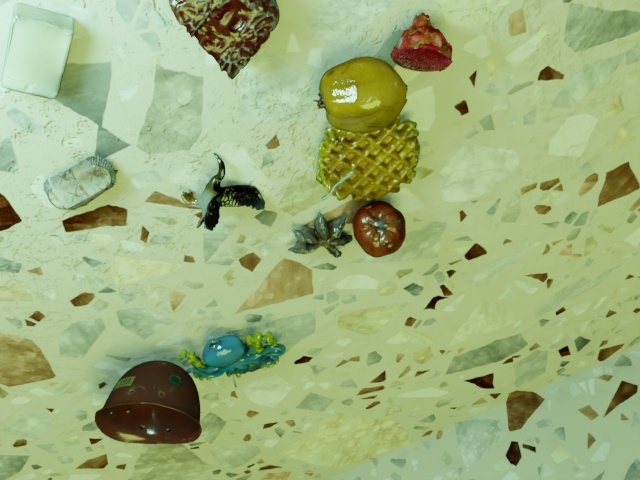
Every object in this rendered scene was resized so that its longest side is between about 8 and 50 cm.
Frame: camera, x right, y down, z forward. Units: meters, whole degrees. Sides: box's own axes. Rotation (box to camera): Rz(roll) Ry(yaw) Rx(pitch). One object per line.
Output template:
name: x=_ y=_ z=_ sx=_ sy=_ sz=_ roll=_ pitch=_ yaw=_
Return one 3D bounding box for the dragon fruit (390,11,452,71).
dragon fruit: x=0.252 y=-0.479 z=1.668 sx=0.153 sy=0.111 sz=0.153 roll=11 pitch=174 yaw=1

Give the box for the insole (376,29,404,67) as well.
insole: x=0.160 y=-0.440 z=1.738 sx=0.065 sy=0.004 sz=0.197 roll=8 pitch=133 yaw=-27

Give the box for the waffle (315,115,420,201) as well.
waffle: x=0.132 y=-0.220 z=1.920 sx=0.302 sy=0.068 sz=0.325 roll=-12 pitch=137 yaw=-7

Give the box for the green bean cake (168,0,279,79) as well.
green bean cake: x=-0.217 y=-0.484 z=1.490 sx=0.232 sy=0.097 sz=0.198 roll=27 pitch=123 yaw=-39

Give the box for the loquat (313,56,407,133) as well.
loquat: x=0.095 y=-0.354 z=1.681 sx=0.234 sy=0.176 sz=0.187 roll=-4 pitch=140 yaw=12

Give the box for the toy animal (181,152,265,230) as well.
toy animal: x=-0.291 y=-0.124 z=1.841 sx=0.160 sy=0.272 sz=0.197 roll=-14 pitch=103 yaw=21

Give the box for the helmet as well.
helmet: x=-0.569 y=0.536 z=2.375 sx=0.337 sy=0.230 sz=0.385 roll=33 pitch=136 yaw=-32

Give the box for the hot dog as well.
hot dog: x=-0.606 y=-0.143 z=1.755 sx=0.191 sy=0.059 sz=0.108 roll=-25 pitch=125 yaw=13

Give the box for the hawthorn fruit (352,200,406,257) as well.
hawthorn fruit: x=0.179 y=-0.030 z=2.074 sx=0.173 sy=0.173 sz=0.179 roll=-22 pitch=138 yaw=5

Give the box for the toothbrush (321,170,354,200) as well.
toothbrush: x=0.047 y=-0.150 z=1.908 sx=0.011 sy=0.013 sz=0.131 roll=10 pitch=140 yaw=-45

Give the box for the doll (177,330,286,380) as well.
doll: x=-0.296 y=0.398 z=2.438 sx=0.346 sy=0.099 sz=0.341 roll=-21 pitch=151 yaw=11

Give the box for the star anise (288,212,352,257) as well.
star anise: x=0.009 y=-0.012 z=2.107 sx=0.208 sy=0.063 sz=0.172 roll=7 pitch=132 yaw=-25

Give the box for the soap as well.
soap: x=-0.601 y=-0.397 z=1.476 sx=0.121 sy=0.064 sz=0.183 roll=10 pitch=131 yaw=-27
